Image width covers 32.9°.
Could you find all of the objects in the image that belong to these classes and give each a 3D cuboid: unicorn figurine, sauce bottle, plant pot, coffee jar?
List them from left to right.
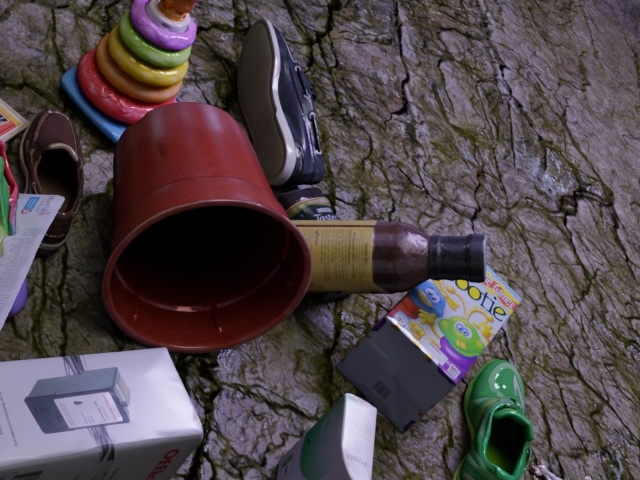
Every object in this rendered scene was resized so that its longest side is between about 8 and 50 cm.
[{"bbox_3d":[-0.171,-0.034,1.485,0.272,0.272,0.265,15,36,-28],"label":"plant pot"},{"bbox_3d":[0.000,0.000,1.719,0.096,0.079,0.184,-12,60,-46],"label":"coffee jar"},{"bbox_3d":[0.069,0.025,1.586,0.344,0.111,0.111,1,39,12],"label":"sauce bottle"},{"bbox_3d":[0.365,0.388,1.662,0.111,0.060,0.162,45,54,6],"label":"unicorn figurine"}]

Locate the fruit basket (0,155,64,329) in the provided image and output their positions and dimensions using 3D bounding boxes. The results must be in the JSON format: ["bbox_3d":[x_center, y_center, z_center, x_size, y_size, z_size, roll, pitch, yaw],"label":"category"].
[{"bbox_3d":[-0.470,0.036,1.164,0.327,0.165,0.353,1,36,-1],"label":"fruit basket"}]

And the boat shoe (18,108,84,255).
[{"bbox_3d":[-0.362,-0.100,1.504,0.095,0.095,0.257,15,44,-28],"label":"boat shoe"}]

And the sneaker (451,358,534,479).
[{"bbox_3d":[0.278,0.285,1.629,0.109,0.123,0.295,32,38,-9],"label":"sneaker"}]

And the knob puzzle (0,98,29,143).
[{"bbox_3d":[-0.525,-0.184,1.507,0.213,0.030,0.213,23,41,-21],"label":"knob puzzle"}]

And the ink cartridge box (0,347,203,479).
[{"bbox_3d":[-0.301,0.226,1.139,0.289,0.211,0.121,0,51,-41],"label":"ink cartridge box"}]

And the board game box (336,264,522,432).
[{"bbox_3d":[0.173,0.141,1.670,0.144,0.142,0.275,44,38,5],"label":"board game box"}]

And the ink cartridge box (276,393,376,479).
[{"bbox_3d":[-0.003,0.323,1.312,0.056,0.181,0.224,27,41,-15],"label":"ink cartridge box"}]

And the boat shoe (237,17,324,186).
[{"bbox_3d":[-0.057,-0.234,1.867,0.113,0.127,0.340,11,47,-33],"label":"boat shoe"}]

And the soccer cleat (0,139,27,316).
[{"bbox_3d":[-0.416,-0.019,1.379,0.083,0.095,0.248,7,48,-35],"label":"soccer cleat"}]

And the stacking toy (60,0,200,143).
[{"bbox_3d":[-0.248,-0.302,1.631,0.166,0.302,0.175,47,39,9],"label":"stacking toy"}]
